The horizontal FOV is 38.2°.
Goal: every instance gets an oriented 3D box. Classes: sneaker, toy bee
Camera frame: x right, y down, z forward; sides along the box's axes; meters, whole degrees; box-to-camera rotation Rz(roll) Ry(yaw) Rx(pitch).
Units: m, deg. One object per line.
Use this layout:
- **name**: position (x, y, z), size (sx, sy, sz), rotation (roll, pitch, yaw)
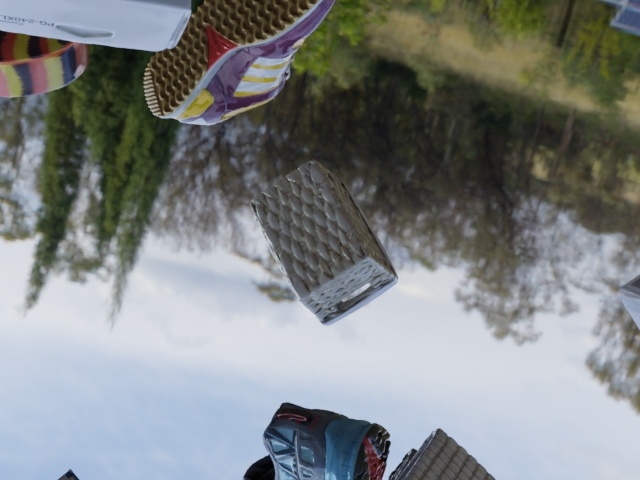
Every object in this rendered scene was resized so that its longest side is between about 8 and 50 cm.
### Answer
- **sneaker**: position (-0.044, -0.146, 0.673), size (0.186, 0.069, 0.084), rotation (-28, 161, 33)
- **sneaker**: position (-0.010, 0.246, 0.873), size (0.125, 0.261, 0.104), rotation (20, -143, 17)
- **toy bee**: position (-0.342, -0.202, 0.753), size (0.298, 0.162, 0.195), rotation (33, 154, 29)

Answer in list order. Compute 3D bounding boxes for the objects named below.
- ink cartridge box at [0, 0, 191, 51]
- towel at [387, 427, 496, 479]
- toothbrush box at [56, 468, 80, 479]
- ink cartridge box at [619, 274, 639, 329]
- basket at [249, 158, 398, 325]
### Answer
- **ink cartridge box**: position (-0.131, -0.197, 0.537), size (0.109, 0.150, 0.063), rotation (3, 169, -20)
- **towel**: position (0.157, 0.382, 1.100), size (0.235, 0.121, 0.284), rotation (45, -154, 6)
- **toothbrush box**: position (-0.238, 0.413, 1.035), size (0.216, 0.126, 0.295), rotation (44, 159, 20)
- **ink cartridge box**: position (0.508, 0.082, 0.972), size (0.261, 0.296, 0.066), rotation (57, 179, -9)
- **basket**: position (0.000, 0.000, 1.116), size (0.167, 0.113, 0.103), rotation (62, -169, 27)
